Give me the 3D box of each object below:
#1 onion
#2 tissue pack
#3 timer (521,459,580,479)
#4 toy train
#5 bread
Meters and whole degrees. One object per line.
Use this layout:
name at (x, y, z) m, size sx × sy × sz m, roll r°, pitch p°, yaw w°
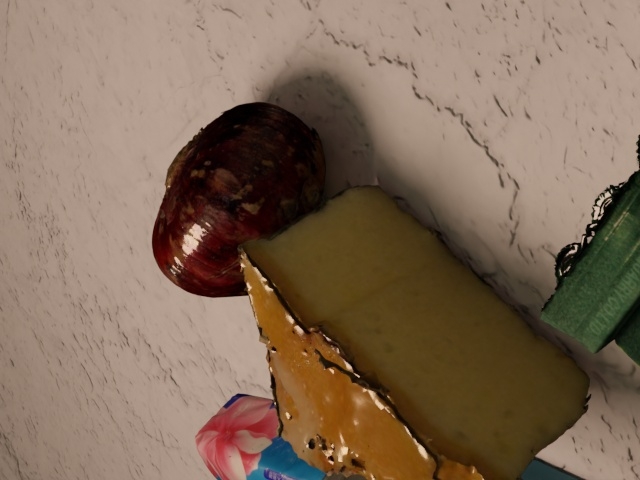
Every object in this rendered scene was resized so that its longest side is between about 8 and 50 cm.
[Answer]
onion at (-0.088, -0.044, 1.565) m, size 0.190 × 0.246 × 0.246 m, roll 24°, pitch 148°, yaw -15°
tissue pack at (-0.009, 0.312, 1.715) m, size 0.269 × 0.137 × 0.209 m, roll 8°, pitch 143°, yaw 50°
timer at (0.233, 0.361, 1.514) m, size 0.250 × 0.091 × 0.232 m, roll 22°, pitch 128°, yaw 49°
toy train at (0.319, 0.003, 1.130) m, size 0.178 × 0.138 × 0.330 m, roll 45°, pitch 143°, yaw 18°
bread at (0.089, 0.090, 1.395) m, size 0.315 × 0.248 × 0.279 m, roll -5°, pitch 109°, yaw 50°
